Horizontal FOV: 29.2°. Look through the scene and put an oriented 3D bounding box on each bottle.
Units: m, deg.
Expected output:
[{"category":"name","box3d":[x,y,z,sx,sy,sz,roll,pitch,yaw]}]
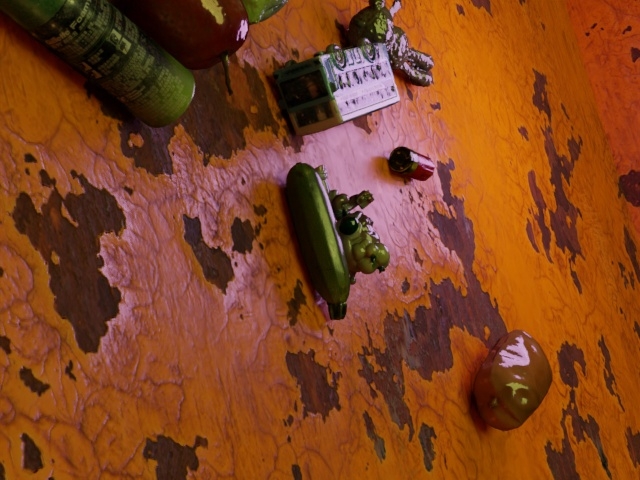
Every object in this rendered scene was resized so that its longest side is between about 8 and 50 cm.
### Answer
[{"category":"bottle","box3d":[-0.289,-0.258,1.504,0.330,0.093,0.093,39,42,-45]}]

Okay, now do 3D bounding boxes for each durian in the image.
[{"category":"durian","box3d":[-0.082,-0.406,1.915,0.101,0.139,0.250,67,29,-20]}]

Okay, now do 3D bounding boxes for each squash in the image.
[{"category":"squash","box3d":[0.000,0.000,1.886,0.066,0.066,0.252,-10,83,-62]}]

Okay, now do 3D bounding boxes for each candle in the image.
[{"category":"candle","box3d":[0.178,-0.141,2.305,0.130,0.052,0.052,12,63,-59]}]

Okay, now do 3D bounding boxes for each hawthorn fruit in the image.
[{"category":"hawthorn fruit","box3d":[-0.162,-0.291,1.664,0.203,0.162,0.162,47,31,-2]}]

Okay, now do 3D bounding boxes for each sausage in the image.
[{"category":"sausage","box3d":[0.361,0.262,2.308,0.136,0.120,0.241,51,31,-5]}]

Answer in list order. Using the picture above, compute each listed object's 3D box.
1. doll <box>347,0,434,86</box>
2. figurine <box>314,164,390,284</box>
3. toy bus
[{"category":"doll","box3d":[0.140,-0.374,2.345,0.286,0.091,0.203,-23,127,-51]},{"category":"figurine","box3d":[0.046,-0.031,1.959,0.147,0.093,0.197,-2,73,-80]},{"category":"toy bus","box3d":[0.033,-0.263,2.070,0.297,0.106,0.131,-31,104,-63]}]
